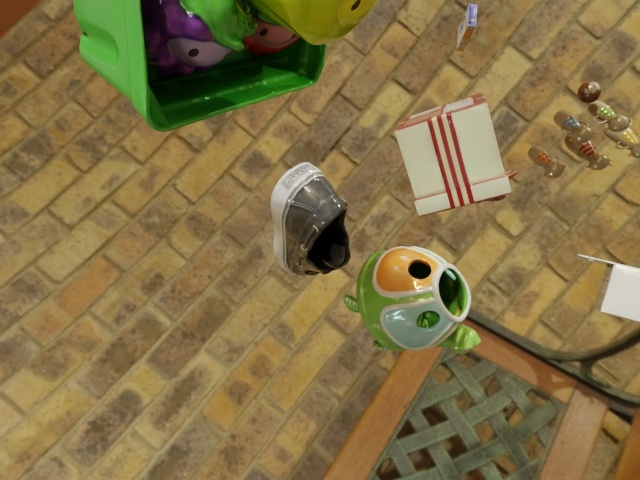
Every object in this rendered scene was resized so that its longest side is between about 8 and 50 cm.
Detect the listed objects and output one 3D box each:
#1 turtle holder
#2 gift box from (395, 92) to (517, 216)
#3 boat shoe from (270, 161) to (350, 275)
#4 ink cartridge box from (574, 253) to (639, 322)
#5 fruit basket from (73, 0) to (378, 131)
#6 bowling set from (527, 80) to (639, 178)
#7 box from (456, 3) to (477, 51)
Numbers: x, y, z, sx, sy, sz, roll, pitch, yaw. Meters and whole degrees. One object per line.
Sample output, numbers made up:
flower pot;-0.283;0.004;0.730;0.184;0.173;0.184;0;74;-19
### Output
turtle holder;0.233;0.164;1.208;0.227;0.320;0.243;-15;10;46
gift box;0.351;-0.215;1.301;0.255;0.258;0.276;-13;16;24
boat shoe;0.000;0.000;0.560;0.080;0.076;0.228;-41;-18;-18
ink cartridge box;0.391;0.069;0.601;0.104;0.181;0.061;8;-83;-65
fruit basket;-0.059;-0.293;0.610;0.392;0.392;0.282;-46;-29;-52
bowling set;0.680;-0.280;1.285;0.287;0.200;0.154;-20;42;4
box;0.452;-0.659;1.568;0.136;0.028;0.081;106;173;-74
